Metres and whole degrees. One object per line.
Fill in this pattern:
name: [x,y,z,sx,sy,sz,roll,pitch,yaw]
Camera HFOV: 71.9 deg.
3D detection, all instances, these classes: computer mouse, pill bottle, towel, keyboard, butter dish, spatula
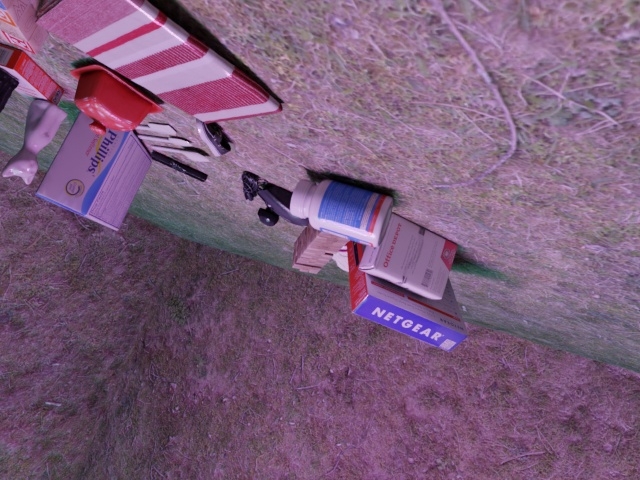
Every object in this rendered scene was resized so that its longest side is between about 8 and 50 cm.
computer mouse: [-0.114,-0.101,1.311,0.272,0.072,0.188,22,168,-5]
pill bottle: [0.048,-0.072,1.029,0.221,0.124,0.124,18,169,14]
towel: [-0.247,-0.289,0.714,0.237,0.037,0.329,8,169,41]
keyboard: [-0.447,-0.235,1.403,0.180,0.023,0.108,23,175,-18]
butter dish: [-0.450,-0.280,0.936,0.160,0.118,0.160,10,165,40]
spatula: [-0.433,-0.271,1.208,0.242,0.019,0.168,13,167,33]
computer mouse: [-0.170,-0.078,1.445,0.071,0.041,0.242,25,-175,-5]

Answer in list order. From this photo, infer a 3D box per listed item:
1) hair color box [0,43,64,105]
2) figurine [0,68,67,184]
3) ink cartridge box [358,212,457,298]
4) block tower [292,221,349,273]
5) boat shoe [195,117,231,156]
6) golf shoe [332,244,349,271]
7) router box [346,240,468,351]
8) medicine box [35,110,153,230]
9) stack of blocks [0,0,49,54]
hair color box: [-0.697,-0.387,1.036,0.093,0.053,0.167,18,168,1]
figurine: [-0.730,-0.256,1.036,0.092,0.209,0.215,14,168,24]
ink cartridge box: [0.230,0.044,1.164,0.218,0.158,0.092,25,167,-19]
block tower: [0.000,0.000,1.278,0.091,0.097,0.335,10,154,-14]
boat shoe: [-0.238,-0.235,0.985,0.040,0.049,0.142,-14,163,2]
golf shoe: [0.098,0.035,1.496,0.306,0.115,0.140,25,165,-29]
router box: [0.242,0.133,1.292,0.335,0.301,0.082,25,124,-17]
medicine box: [-0.644,-0.192,1.298,0.149,0.263,0.289,24,170,-5]
stack of blocks: [-0.483,-0.385,0.570,0.171,0.087,0.297,23,169,-13]
